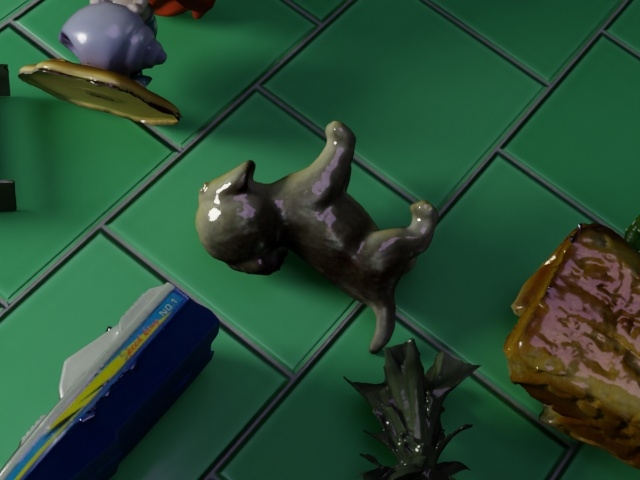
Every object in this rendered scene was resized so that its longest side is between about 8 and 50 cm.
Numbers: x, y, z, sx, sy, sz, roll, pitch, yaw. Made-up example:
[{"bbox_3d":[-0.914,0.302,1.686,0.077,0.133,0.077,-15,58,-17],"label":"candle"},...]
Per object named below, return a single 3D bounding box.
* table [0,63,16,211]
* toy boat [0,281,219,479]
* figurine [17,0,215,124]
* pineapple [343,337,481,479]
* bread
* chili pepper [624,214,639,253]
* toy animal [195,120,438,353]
[{"bbox_3d":[-0.392,-0.100,1.103,0.175,0.062,0.146,-3,60,-15],"label":"table"},{"bbox_3d":[-0.208,0.164,0.943,0.088,0.129,0.295,35,60,10],"label":"toy boat"},{"bbox_3d":[-0.193,-0.261,1.155,0.181,0.208,0.257,11,81,41],"label":"figurine"},{"bbox_3d":[0.098,0.223,0.984,0.130,0.119,0.277,-10,58,4],"label":"pineapple"},{"bbox_3d":[0.340,0.134,1.063,0.344,0.149,0.195,30,69,9],"label":"bread"},{"bbox_3d":[0.381,0.059,1.164,0.073,0.072,0.204,-23,69,-13],"label":"chili pepper"},{"bbox_3d":[-0.001,-0.016,1.109,0.233,0.121,0.169,31,74,-4],"label":"toy animal"}]
